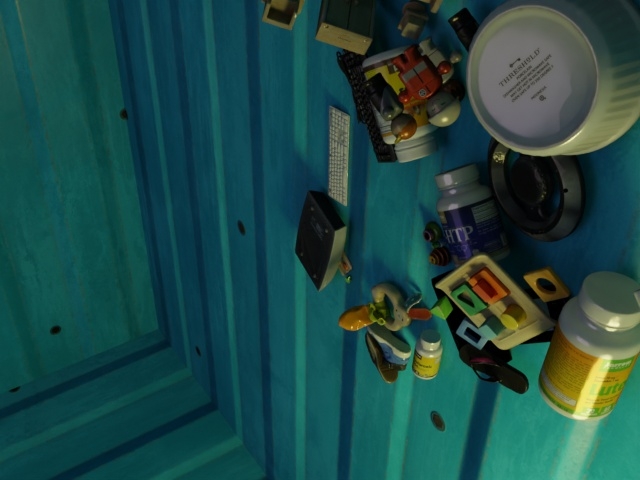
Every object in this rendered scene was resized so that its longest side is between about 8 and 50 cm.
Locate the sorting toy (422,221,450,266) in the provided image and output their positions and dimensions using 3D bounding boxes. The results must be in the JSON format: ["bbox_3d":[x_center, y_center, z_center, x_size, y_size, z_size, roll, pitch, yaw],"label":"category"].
[{"bbox_3d":[0.245,0.011,1.627,0.102,0.042,0.061,66,152,5],"label":"sorting toy"}]

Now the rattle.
[{"bbox_3d":[0.152,0.174,1.815,0.199,0.142,0.130,22,109,62],"label":"rattle"}]

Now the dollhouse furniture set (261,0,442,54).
[{"bbox_3d":[0.083,-0.534,1.348,0.355,0.303,0.174,120,161,-55],"label":"dollhouse furniture set"}]

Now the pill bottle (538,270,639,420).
[{"bbox_3d":[0.458,0.175,1.259,0.136,0.136,0.246,44,144,39],"label":"pill bottle"}]

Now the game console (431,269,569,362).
[{"bbox_3d":[0.365,0.144,1.506,0.361,0.044,0.213,-23,89,62],"label":"game console"}]

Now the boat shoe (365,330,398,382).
[{"bbox_3d":[0.160,0.304,1.982,0.049,0.056,0.152,128,127,-64],"label":"boat shoe"}]

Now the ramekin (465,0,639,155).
[{"bbox_3d":[0.340,-0.249,1.118,0.273,0.127,0.273,22,123,37],"label":"ramekin"}]

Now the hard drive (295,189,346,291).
[{"bbox_3d":[0.000,0.000,2.031,0.172,0.054,0.255,57,150,32],"label":"hard drive"}]

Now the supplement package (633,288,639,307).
[{"bbox_3d":[0.573,0.121,1.000,0.194,0.149,0.203,-27,86,62],"label":"supplement package"}]

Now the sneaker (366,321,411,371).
[{"bbox_3d":[0.168,0.276,1.935,0.152,0.058,0.085,36,131,36],"label":"sneaker"}]

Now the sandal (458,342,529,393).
[{"bbox_3d":[0.345,0.263,1.542,0.179,0.040,0.067,27,135,50],"label":"sandal"}]

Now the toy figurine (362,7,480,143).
[{"bbox_3d":[0.203,-0.280,1.325,0.148,0.213,0.209,53,156,-6],"label":"toy figurine"}]

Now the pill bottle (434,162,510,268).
[{"bbox_3d":[0.285,-0.048,1.441,0.112,0.112,0.187,-9,101,62],"label":"pill bottle"}]

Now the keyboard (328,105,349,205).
[{"bbox_3d":[0.045,-0.206,1.864,0.072,0.014,0.256,41,142,42],"label":"keyboard"}]

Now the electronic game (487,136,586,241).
[{"bbox_3d":[0.371,-0.106,1.312,0.229,0.048,0.229,47,149,41],"label":"electronic game"}]

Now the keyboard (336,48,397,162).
[{"bbox_3d":[0.089,-0.321,1.628,0.201,0.033,0.317,-144,36,-78],"label":"keyboard"}]

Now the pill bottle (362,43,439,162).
[{"bbox_3d":[0.165,-0.269,1.491,0.117,0.117,0.215,-1,108,61],"label":"pill bottle"}]

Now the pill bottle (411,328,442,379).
[{"bbox_3d":[0.252,0.266,1.771,0.065,0.065,0.116,43,143,40],"label":"pill bottle"}]

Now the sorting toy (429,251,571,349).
[{"bbox_3d":[0.319,0.125,1.406,0.196,0.047,0.348,43,150,2],"label":"sorting toy"}]

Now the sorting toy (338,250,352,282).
[{"bbox_3d":[0.065,0.073,2.026,0.083,0.012,0.062,63,152,12],"label":"sorting toy"}]
